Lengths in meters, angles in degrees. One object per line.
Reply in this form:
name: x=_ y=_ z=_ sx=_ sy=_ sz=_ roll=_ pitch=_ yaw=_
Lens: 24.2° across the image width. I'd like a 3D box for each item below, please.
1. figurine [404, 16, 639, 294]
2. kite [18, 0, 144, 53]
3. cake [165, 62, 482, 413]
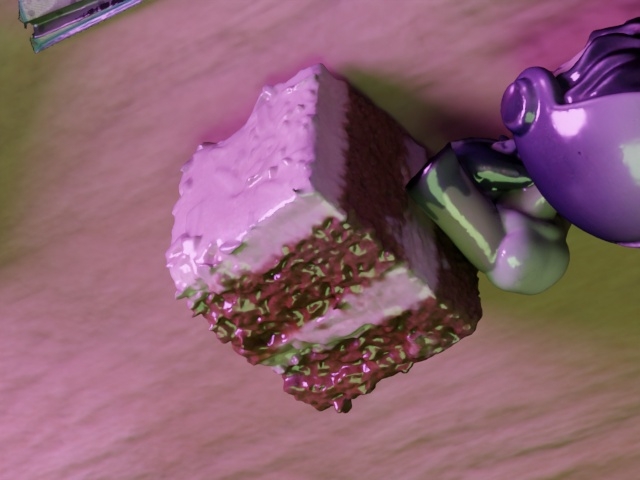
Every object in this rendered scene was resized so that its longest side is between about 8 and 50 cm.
figurine: x=0.163 y=-0.046 z=0.800 sx=0.145 sy=0.145 sz=0.222 roll=36 pitch=132 yaw=-24
kite: x=-0.097 y=-0.246 z=0.732 sx=0.369 sy=0.014 sz=0.406 roll=12 pitch=134 yaw=-4
cake: x=0.000 y=0.000 z=0.869 sx=0.135 sy=0.134 sz=0.147 roll=-32 pitch=128 yaw=29
